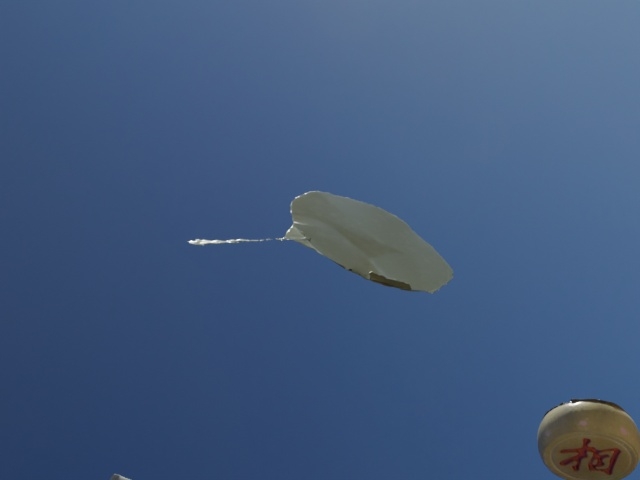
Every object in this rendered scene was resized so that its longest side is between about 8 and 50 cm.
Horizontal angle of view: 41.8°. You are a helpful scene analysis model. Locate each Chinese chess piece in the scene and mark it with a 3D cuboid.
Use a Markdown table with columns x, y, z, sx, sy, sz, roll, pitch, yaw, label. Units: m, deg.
| x | y | z | sx | sy | sz | roll | pitch | yaw | label |
| --- | --- | --- | --- | --- | --- | --- | --- | --- | --- |
| 0.326 | 0.247 | 1.020 | 0.122 | 0.122 | 0.051 | 49 | -144 | -29 | Chinese chess piece |

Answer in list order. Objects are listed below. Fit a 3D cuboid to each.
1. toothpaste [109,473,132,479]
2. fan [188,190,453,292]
| x | y | z | sx | sy | sz | roll | pitch | yaw | label |
| --- | --- | --- | --- | --- | --- | --- | --- | --- | --- |
| -0.215 | 0.393 | 1.203 | 0.058 | 0.314 | 0.056 | 4 | -93 | -54 | toothpaste |
| 0.000 | 0.001 | 0.799 | 0.310 | 0.182 | 0.010 | -1 | -56 | -44 | fan |
